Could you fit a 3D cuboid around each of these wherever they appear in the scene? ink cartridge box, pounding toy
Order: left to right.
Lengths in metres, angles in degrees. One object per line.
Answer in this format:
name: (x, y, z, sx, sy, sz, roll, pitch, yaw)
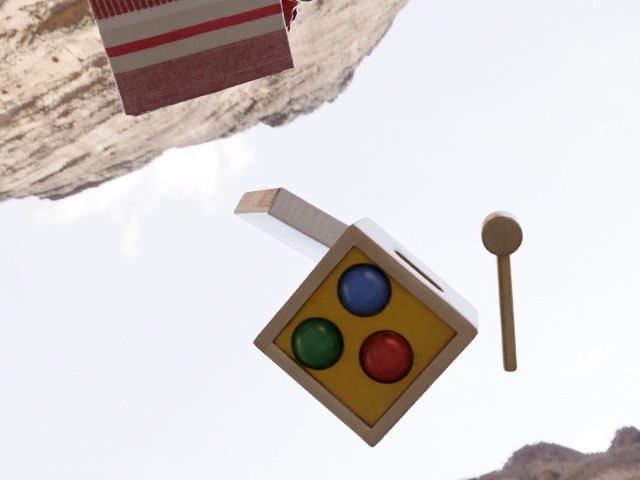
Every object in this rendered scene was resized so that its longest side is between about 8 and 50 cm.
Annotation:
ink cartridge box: (0.000, 0.000, 1.007, 0.208, 0.206, 0.045, 32, -98, -16)
pounding toy: (0.084, 0.059, 0.608, 0.181, 0.094, 0.206, 41, -78, 5)

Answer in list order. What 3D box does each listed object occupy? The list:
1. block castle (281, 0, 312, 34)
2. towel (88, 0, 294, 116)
block castle: (-0.055, -0.529, 1.315, 0.213, 0.453, 0.303, 23, -82, -3)
towel: (-0.175, -0.339, 0.945, 0.237, 0.037, 0.329, -19, -60, -14)
